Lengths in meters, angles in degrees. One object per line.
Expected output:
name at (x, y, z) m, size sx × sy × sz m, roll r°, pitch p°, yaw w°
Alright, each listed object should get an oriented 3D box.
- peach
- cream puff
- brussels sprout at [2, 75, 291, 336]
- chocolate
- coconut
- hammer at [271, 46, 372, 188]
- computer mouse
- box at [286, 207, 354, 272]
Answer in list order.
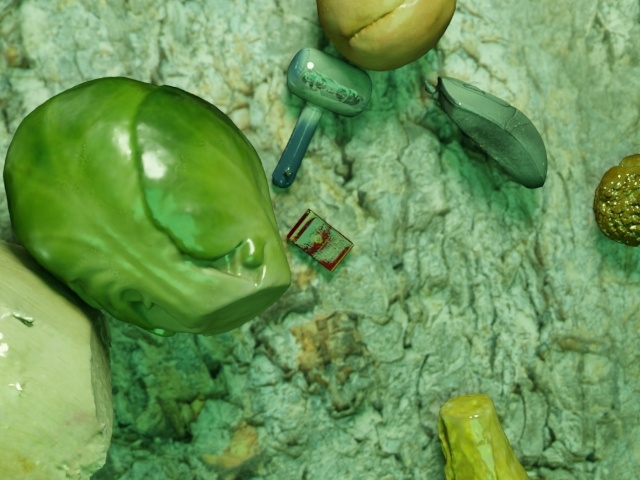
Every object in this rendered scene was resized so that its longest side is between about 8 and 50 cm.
peach at (0.081, -0.305, 1.293) m, size 0.184 × 0.184 × 0.184 m, roll -2°, pitch 103°, yaw -10°
cream puff at (0.461, -0.055, 1.452) m, size 0.144 × 0.103 × 0.126 m, roll -29°, pitch 107°, yaw 3°
brussels sprout at (-0.198, -0.036, 1.233) m, size 0.281 × 0.289 × 0.354 m, roll -43°, pitch 81°, yaw 1°
chocolate at (0.261, 0.443, 1.513) m, size 0.162 × 0.162 × 0.445 m, roll -20°, pitch 102°, yaw -6°
coconut at (-0.450, 0.169, 1.196) m, size 0.405 × 0.404 × 0.404 m, roll -2°, pitch 103°, yaw -10°
hammer at (-0.014, -0.155, 1.368) m, size 0.116 × 0.069 × 0.194 m, roll 21°, pitch 106°, yaw -15°
computer mouse at (0.239, -0.161, 1.387) m, size 0.229 × 0.113 × 0.068 m, roll 39°, pitch 108°, yaw -20°
box at (0.000, 0.000, 1.421) m, size 0.082 × 0.023 × 0.051 m, roll 37°, pitch 93°, yaw -16°
